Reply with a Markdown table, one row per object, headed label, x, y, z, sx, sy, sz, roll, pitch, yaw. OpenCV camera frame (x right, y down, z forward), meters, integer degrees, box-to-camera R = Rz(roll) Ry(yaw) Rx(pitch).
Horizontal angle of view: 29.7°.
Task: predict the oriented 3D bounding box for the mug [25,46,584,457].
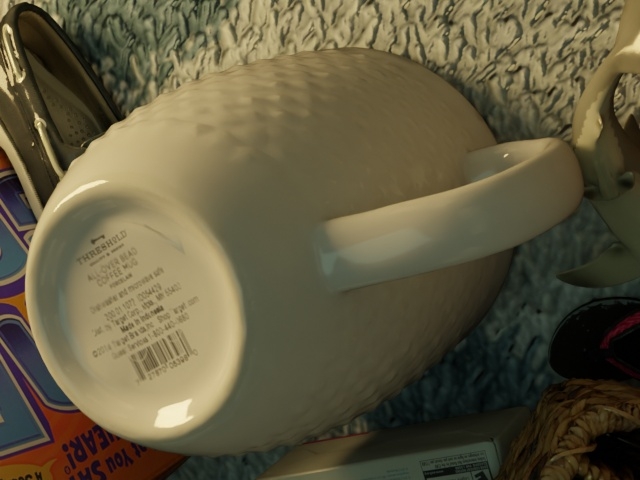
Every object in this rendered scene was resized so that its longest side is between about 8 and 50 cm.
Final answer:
| label | x | y | z | sx | sy | sz | roll | pitch | yaw |
| --- | --- | --- | --- | --- | --- | --- | --- | --- | --- |
| mug | 0.000 | 0.000 | 0.842 | 0.374 | 0.328 | 0.276 | -13 | 96 | 29 |

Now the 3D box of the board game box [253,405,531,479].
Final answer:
| label | x | y | z | sx | sy | sz | roll | pitch | yaw |
| --- | --- | --- | --- | --- | --- | --- | --- | --- | --- |
| board game box | 0.099 | 0.310 | 1.011 | 0.224 | 0.097 | 0.303 | -14 | 95 | 27 |

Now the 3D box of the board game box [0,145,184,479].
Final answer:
| label | x | y | z | sx | sy | sz | roll | pitch | yaw |
| --- | --- | --- | --- | --- | --- | --- | --- | --- | --- |
| board game box | -0.356 | 0.150 | 1.030 | 0.356 | 0.356 | 0.356 | -41 | 83 | 25 |

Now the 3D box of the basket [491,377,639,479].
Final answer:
| label | x | y | z | sx | sy | sz | roll | pitch | yaw |
| --- | --- | --- | --- | --- | --- | --- | --- | --- | --- |
| basket | 0.264 | 0.235 | 0.806 | 0.299 | 0.223 | 0.213 | 31 | 95 | 0 |

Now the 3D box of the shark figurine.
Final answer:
| label | x | y | z | sx | sy | sz | roll | pitch | yaw |
| --- | --- | --- | --- | --- | --- | --- | --- | --- | --- |
| shark figurine | 0.223 | -0.068 | 0.848 | 0.166 | 0.116 | 0.278 | -12 | 133 | 29 |

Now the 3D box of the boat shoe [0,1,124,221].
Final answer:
| label | x | y | z | sx | sy | sz | roll | pitch | yaw |
| --- | --- | --- | --- | --- | --- | --- | --- | --- | --- |
| boat shoe | -0.203 | -0.071 | 1.048 | 0.302 | 0.114 | 0.091 | 51 | 122 | 5 |

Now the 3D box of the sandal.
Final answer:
| label | x | y | z | sx | sy | sz | roll | pitch | yaw |
| --- | --- | --- | --- | --- | --- | --- | --- | --- | --- |
| sandal | 0.258 | 0.077 | 0.916 | 0.179 | 0.040 | 0.067 | -6 | 100 | 25 |
